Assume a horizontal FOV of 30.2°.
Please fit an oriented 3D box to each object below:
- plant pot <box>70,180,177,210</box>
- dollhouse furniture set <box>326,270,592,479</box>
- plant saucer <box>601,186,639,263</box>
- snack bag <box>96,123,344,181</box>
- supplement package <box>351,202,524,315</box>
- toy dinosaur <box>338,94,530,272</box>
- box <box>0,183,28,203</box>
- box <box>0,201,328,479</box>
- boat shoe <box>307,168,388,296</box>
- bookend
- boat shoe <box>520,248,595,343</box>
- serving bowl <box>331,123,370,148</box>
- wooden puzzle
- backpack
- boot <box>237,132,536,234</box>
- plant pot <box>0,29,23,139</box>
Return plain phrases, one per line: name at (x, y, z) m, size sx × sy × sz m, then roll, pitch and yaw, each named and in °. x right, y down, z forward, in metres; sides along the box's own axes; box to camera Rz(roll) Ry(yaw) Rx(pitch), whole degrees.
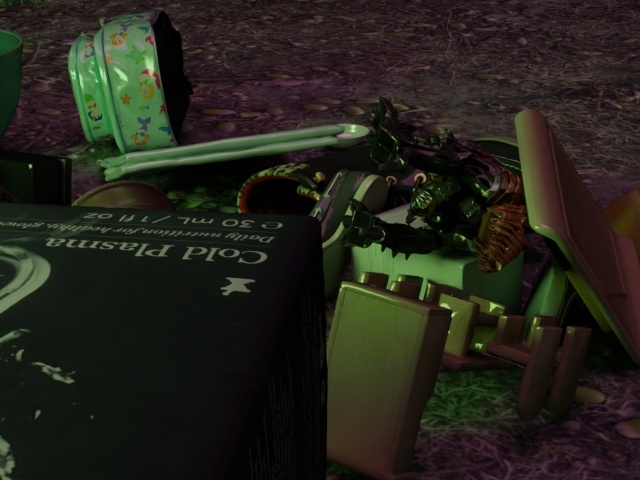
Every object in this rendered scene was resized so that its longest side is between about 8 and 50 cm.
plant pot at (-0.194, 0.044, 1.308) m, size 0.167 × 0.167 × 0.165 m, roll -14°, pitch 34°, yaw -29°
dollhouse furniture set at (0.107, 0.133, 1.153) m, size 0.212 × 0.161 × 0.242 m, roll 16°, pitch 6°, yaw 35°
plant saucer at (0.524, 0.009, 1.463) m, size 0.332 × 0.081 × 0.333 m, roll 0°, pitch 22°, yaw 2°
snack bag at (-0.167, -0.128, 1.769) m, size 0.323 × 0.037 × 0.342 m, roll -10°, pitch 5°, yaw -19°
supplement package at (0.132, 0.037, 1.366) m, size 0.105 × 0.105 × 0.179 m, roll -19°, pitch 29°, yaw -37°
toy dinosaur at (0.150, -0.049, 1.262) m, size 0.218 × 0.164 × 0.322 m, roll 13°, pitch -1°, yaw -9°
box at (-0.452, -0.042, 1.513) m, size 0.184 × 0.045 × 0.191 m, roll 11°, pitch -16°, yaw 21°
box at (-0.261, 0.186, 0.777) m, size 0.479 × 0.297 × 0.472 m, roll 2°, pitch 24°, yaw 7°
boat shoe at (0.000, 0.000, 1.405) m, size 0.065 × 0.075 × 0.206 m, roll 26°, pitch 72°, yaw 32°
bookend at (-0.460, -0.081, 1.677) m, size 0.157 × 0.072 × 0.156 m, roll 8°, pitch 13°, yaw 20°
boat shoe at (0.277, 0.069, 1.341) m, size 0.076 × 0.080 × 0.228 m, roll 29°, pitch 23°, yaw 4°
serving bowl at (0.041, -0.170, 1.975) m, size 0.083 × 0.027 × 0.083 m, roll 0°, pitch 23°, yaw 0°
wooden puzzle at (0.283, -0.002, 1.290) m, size 0.044 × 0.239 × 0.221 m, roll -29°, pitch 32°, yaw 24°
backpack at (-0.303, -0.252, 1.923) m, size 0.191 × 0.225 × 0.253 m, roll -11°, pitch 20°, yaw -5°
boot at (0.100, -0.056, 1.550) m, size 0.284 × 0.138 × 0.377 m, roll -18°, pitch 24°, yaw -39°
plant pot at (-0.610, -0.213, 1.874) m, size 0.293 × 0.196 × 0.293 m, roll 0°, pitch 23°, yaw 0°
